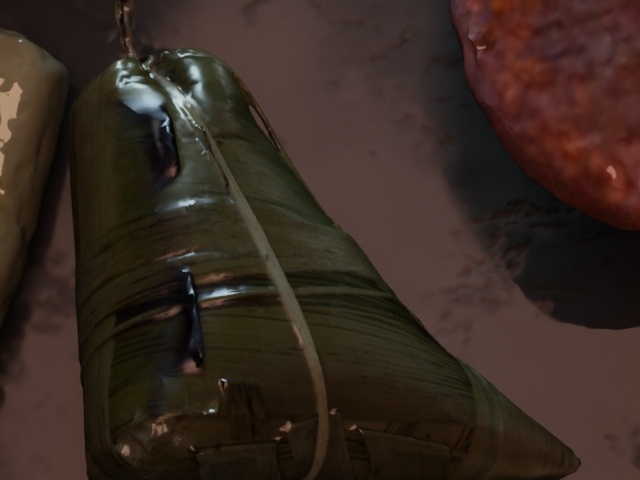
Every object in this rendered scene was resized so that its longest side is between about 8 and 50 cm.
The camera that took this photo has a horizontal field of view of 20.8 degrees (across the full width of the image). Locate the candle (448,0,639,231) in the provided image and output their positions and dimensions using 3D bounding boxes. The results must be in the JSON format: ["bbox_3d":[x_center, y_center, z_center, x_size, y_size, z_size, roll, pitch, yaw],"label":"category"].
[{"bbox_3d":[0.156,-0.160,0.540,0.287,0.131,0.317,-10,85,37],"label":"candle"}]

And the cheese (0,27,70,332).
[{"bbox_3d":[-0.141,0.015,0.623,0.065,0.043,0.194,15,78,-1],"label":"cheese"}]

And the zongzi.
[{"bbox_3d":[0.000,0.000,0.622,0.178,0.081,0.189,3,64,-20],"label":"zongzi"}]
